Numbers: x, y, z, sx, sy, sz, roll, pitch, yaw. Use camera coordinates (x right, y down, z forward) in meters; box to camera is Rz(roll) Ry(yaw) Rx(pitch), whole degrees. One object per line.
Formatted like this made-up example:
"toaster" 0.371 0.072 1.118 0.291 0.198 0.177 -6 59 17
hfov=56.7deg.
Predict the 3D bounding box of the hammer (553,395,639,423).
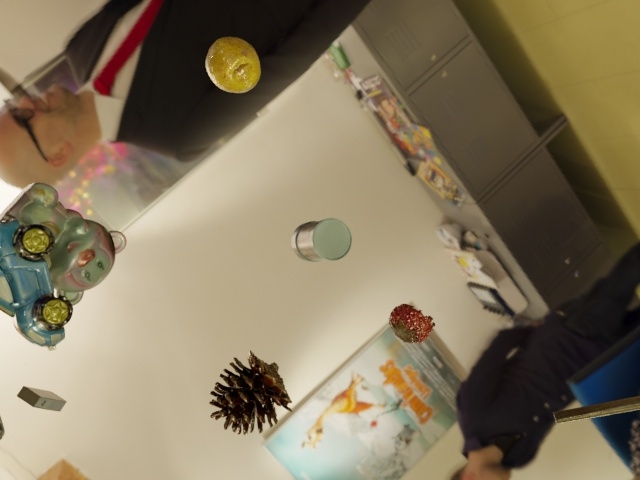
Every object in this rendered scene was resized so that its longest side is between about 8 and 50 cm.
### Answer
"hammer" 0.718 0.370 1.341 0.111 0.365 0.043 -61 -47 -69

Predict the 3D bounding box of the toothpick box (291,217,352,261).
"toothpick box" 0.000 0.000 1.416 0.101 0.101 0.153 50 162 -11

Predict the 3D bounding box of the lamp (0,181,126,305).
"lamp" -0.699 0.007 1.572 0.247 0.247 0.301 -3 139 51

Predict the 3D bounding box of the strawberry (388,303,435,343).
"strawberry" 0.279 0.265 1.858 0.145 0.086 0.145 27 138 28

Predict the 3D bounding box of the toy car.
"toy car" -0.669 0.103 1.324 0.198 0.166 0.314 -8 97 58

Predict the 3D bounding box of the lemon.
"lemon" -0.267 -0.538 1.818 0.170 0.170 0.207 54 -175 -32

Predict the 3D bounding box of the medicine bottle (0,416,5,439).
"medicine bottle" -0.976 0.428 1.621 0.293 0.141 0.141 57 176 24

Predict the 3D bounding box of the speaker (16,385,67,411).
"speaker" -1.005 0.572 2.143 0.082 0.044 0.218 28 163 11

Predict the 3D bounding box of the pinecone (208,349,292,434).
"pinecone" -0.226 0.490 1.865 0.264 0.264 0.264 47 171 9
